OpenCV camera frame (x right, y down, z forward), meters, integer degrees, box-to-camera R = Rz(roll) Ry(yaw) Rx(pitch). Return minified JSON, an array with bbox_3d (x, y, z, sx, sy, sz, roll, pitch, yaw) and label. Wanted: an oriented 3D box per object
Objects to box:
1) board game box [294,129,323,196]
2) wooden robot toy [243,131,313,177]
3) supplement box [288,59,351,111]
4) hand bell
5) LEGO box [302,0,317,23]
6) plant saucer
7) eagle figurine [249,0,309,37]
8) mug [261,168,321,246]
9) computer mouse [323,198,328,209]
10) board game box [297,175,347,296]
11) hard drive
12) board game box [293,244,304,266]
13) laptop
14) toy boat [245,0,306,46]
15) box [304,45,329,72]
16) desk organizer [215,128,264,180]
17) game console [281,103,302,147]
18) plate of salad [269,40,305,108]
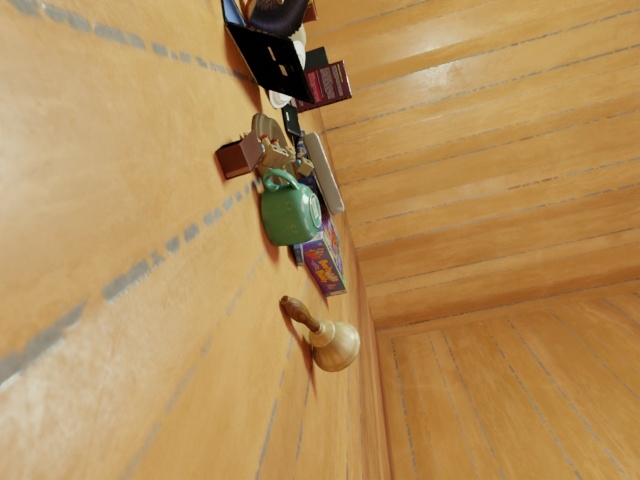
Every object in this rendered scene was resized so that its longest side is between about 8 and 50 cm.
[{"bbox_3d":[-0.042,-0.268,1.569,0.243,0.042,0.165,67,13,-51],"label":"board game box"},{"bbox_3d":[-0.104,-0.169,0.887,0.173,0.079,0.076,15,33,-39],"label":"wooden robot toy"},{"bbox_3d":[-0.014,-0.562,1.534,0.073,0.239,0.130,-60,136,-79],"label":"supplement box"},{"bbox_3d":[-0.018,0.184,0.907,0.242,0.126,0.126,51,24,-43],"label":"hand bell"},{"bbox_3d":[-0.172,-0.958,1.255,0.500,0.193,0.372,68,12,-47],"label":"LEGO box"},{"bbox_3d":[-0.102,-0.182,1.036,0.278,0.041,0.278,-12,90,-82],"label":"plant saucer"},{"bbox_3d":[-0.117,-0.632,0.963,0.226,0.225,0.298,-65,-170,6],"label":"eagle figurine"},{"bbox_3d":[-0.059,-0.062,0.869,0.158,0.097,0.129,55,31,-60],"label":"mug"},{"bbox_3d":[0.026,-0.175,1.689,0.193,0.042,0.106,103,-17,-63],"label":"computer mouse"},{"bbox_3d":[0.000,0.000,1.303,0.347,0.078,0.233,65,14,-56],"label":"board game box"},{"bbox_3d":[0.011,-0.194,1.302,0.353,0.047,0.233,-80,150,-85],"label":"hard drive"},{"bbox_3d":[-0.057,0.006,1.050,0.090,0.020,0.090,85,0,-57],"label":"board game box"},{"bbox_3d":[-0.126,-0.485,1.008,0.137,0.264,0.234,-64,163,-8],"label":"laptop"},{"bbox_3d":[-0.145,-0.635,1.226,0.151,0.151,0.231,46,-12,37],"label":"toy boat"},{"bbox_3d":[-0.038,-0.676,1.758,0.261,0.184,0.103,47,31,-75],"label":"box"},{"bbox_3d":[-0.137,-0.153,0.722,0.130,0.047,0.050,-86,159,-65],"label":"desk organizer"},{"bbox_3d":[-0.109,-0.398,1.429,0.107,0.071,0.122,8,65,-49],"label":"game console"},{"bbox_3d":[-0.105,-0.494,1.236,0.200,0.048,0.200,-59,169,-19],"label":"plate of salad"}]
